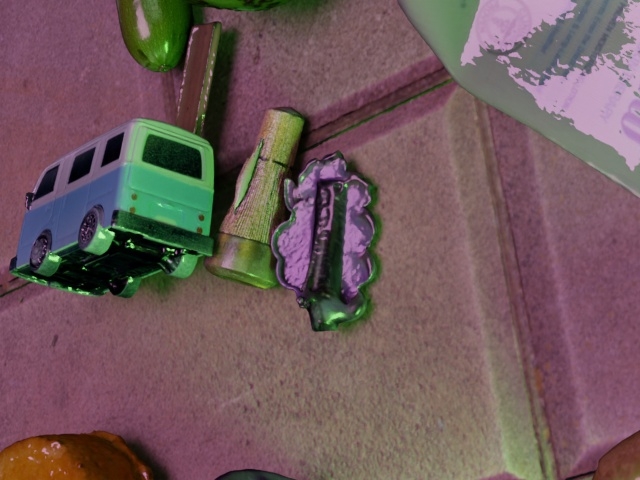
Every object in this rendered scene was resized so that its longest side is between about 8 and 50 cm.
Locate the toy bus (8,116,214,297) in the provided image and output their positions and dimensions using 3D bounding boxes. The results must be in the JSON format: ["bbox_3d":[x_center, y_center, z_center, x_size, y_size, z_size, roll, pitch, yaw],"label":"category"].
[{"bbox_3d":[-0.234,-0.035,1.937,0.271,0.133,0.164,-20,59,53],"label":"toy bus"}]

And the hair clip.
[{"bbox_3d":[0.000,0.000,1.817,0.124,0.052,0.195,-3,75,21],"label":"hair clip"}]

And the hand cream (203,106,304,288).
[{"bbox_3d":[-0.062,-0.051,1.888,0.084,0.084,0.203,13,84,44],"label":"hand cream"}]

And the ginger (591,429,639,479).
[{"bbox_3d":[0.329,0.185,1.432,0.267,0.138,0.152,-50,37,8],"label":"ginger"}]

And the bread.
[{"bbox_3d":[-0.287,0.341,1.967,0.268,0.146,0.268,-10,74,38],"label":"bread"}]

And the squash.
[{"bbox_3d":[-0.213,-0.378,2.073,0.101,0.101,0.378,-20,73,39],"label":"squash"}]

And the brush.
[{"bbox_3d":[-0.144,-0.113,1.988,0.054,0.048,0.282,1,81,53],"label":"brush"}]

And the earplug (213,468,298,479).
[{"bbox_3d":[-0.117,0.470,1.748,0.215,0.215,0.456,46,116,38],"label":"earplug"}]

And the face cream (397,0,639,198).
[{"bbox_3d":[0.236,-0.212,1.634,0.420,0.137,0.234,35,104,29],"label":"face cream"}]

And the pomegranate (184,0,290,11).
[{"bbox_3d":[-0.112,-0.367,1.869,0.254,0.271,0.254,37,134,51],"label":"pomegranate"}]
